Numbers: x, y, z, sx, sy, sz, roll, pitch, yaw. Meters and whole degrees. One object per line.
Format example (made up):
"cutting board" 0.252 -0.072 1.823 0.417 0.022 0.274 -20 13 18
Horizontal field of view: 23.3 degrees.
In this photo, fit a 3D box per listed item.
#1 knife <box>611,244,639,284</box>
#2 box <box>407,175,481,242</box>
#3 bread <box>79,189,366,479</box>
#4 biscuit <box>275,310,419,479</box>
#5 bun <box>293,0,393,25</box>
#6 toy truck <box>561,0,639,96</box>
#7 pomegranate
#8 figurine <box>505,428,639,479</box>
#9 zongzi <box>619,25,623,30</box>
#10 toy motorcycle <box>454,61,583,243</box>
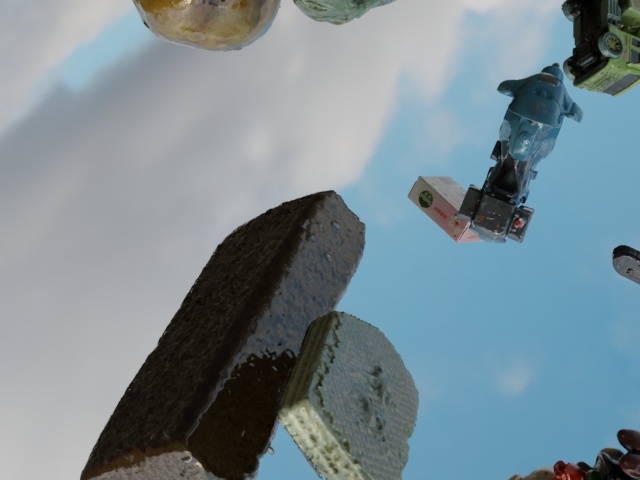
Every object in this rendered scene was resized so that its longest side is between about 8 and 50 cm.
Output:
"knife" 0.343 0.040 1.545 0.018 0.121 0.031 -68 -178 -51
"box" 0.210 -0.050 2.447 0.125 0.089 0.043 45 -62 31
"bread" -0.089 0.115 1.619 0.165 0.113 0.416 -19 -152 37
"biscuit" 0.036 0.152 1.481 0.052 0.150 0.252 -29 -166 19
"bun" 0.051 -0.372 1.991 0.221 0.221 0.108 -41 -135 6
"toy truck" 0.379 -0.276 1.991 0.085 0.116 0.191 -37 -137 52
"pomegranate" -0.182 -0.423 2.499 0.260 0.260 0.260 -37 -158 17
"figurine" 0.297 0.314 1.894 0.234 0.185 0.127 1 -130 7
"zongzi" 0.516 -0.439 2.346 0.123 0.260 0.289 21 -140 41
"toy motorcycle" 0.278 -0.121 2.157 0.182 0.123 0.272 -23 134 -80
